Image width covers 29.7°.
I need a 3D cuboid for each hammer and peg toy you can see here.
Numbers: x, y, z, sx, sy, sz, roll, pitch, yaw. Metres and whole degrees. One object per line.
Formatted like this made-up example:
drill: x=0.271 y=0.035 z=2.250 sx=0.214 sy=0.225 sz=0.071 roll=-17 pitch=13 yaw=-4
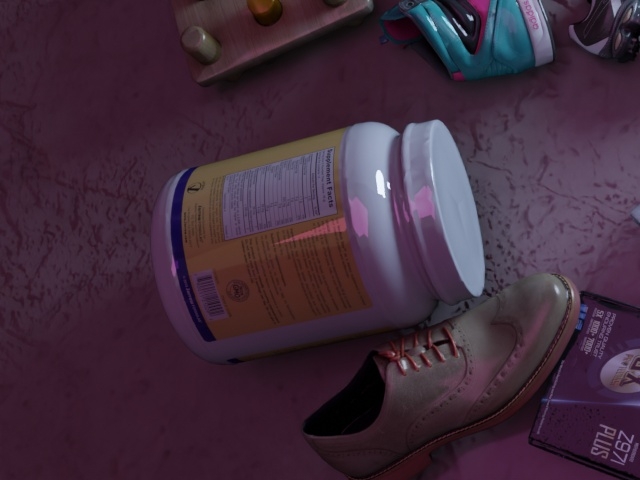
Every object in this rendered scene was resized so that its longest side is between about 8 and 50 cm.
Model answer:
hammer and peg toy: x=-0.091 y=-0.406 z=1.563 sx=0.266 sy=0.127 sz=0.361 roll=-21 pitch=72 yaw=16

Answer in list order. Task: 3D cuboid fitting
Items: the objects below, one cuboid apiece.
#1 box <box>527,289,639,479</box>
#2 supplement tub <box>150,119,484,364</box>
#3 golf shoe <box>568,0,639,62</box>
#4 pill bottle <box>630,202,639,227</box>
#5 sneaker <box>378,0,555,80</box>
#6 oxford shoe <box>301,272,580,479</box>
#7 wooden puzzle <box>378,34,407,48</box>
box: x=0.327 y=0.163 z=1.308 sx=0.147 sy=0.077 sz=0.180 roll=19 pitch=86 yaw=23
supplement tub: x=0.000 y=0.000 z=1.380 sx=0.331 sy=0.241 sz=0.241 roll=-13 pitch=74 yaw=18
golf shoe: x=0.354 y=-0.309 z=1.400 sx=0.094 sy=0.077 sz=0.198 roll=23 pitch=86 yaw=24
pill bottle: x=0.432 y=-0.061 z=1.297 sx=0.187 sy=0.112 sz=0.112 roll=-43 pitch=67 yaw=8
sneaker: x=0.147 y=-0.314 z=1.458 sx=0.179 sy=0.124 sz=0.295 roll=-22 pitch=73 yaw=3
oxford shoe: x=0.130 y=0.147 z=1.326 sx=0.348 sy=0.130 sz=0.123 roll=-43 pitch=36 yaw=14
wooden puzzle: x=0.108 y=-0.276 z=1.525 sx=0.083 sy=0.006 sz=0.049 roll=-43 pitch=68 yaw=8
